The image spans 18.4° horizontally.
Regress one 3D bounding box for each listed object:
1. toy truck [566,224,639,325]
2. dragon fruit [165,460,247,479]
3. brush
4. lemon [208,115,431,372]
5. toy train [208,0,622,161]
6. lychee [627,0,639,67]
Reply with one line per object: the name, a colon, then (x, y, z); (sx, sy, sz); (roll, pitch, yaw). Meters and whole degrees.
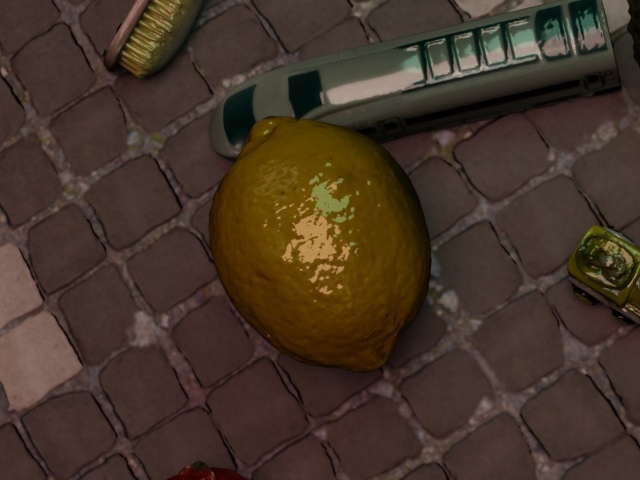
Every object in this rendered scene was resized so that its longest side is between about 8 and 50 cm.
toy truck: (0.282, 0.032, 1.821); (0.111, 0.077, 0.076); (31, 86, 16)
dragon fruit: (-0.099, 0.274, 1.831); (0.130, 0.121, 0.142); (-18, 102, 39)
brush: (-0.120, -0.298, 1.975); (0.067, 0.072, 0.313); (28, 91, -7)
lemon: (0.000, 0.000, 1.824); (0.204, 0.204, 0.260); (-26, 74, 5)
toy train: (0.079, -0.149, 1.897); (0.407, 0.088, 0.086); (-13, 77, 10)
lychee: (0.408, -0.217, 1.777); (0.255, 0.255, 0.274); (15, 50, 14)
